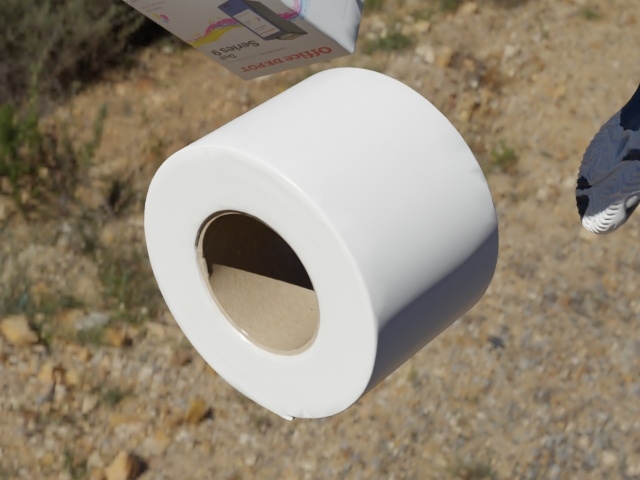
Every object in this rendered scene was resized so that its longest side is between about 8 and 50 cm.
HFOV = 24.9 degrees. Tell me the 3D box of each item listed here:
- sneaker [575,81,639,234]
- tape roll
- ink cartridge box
[{"bbox_3d":[0.361,-0.098,1.426,0.153,0.235,0.094,17,10,-25],"label":"sneaker"},{"bbox_3d":[0.000,0.000,1.184,0.246,0.246,0.169,36,47,21],"label":"tape roll"},{"bbox_3d":[-0.080,-0.251,1.405,0.212,0.154,0.093,29,63,-45],"label":"ink cartridge box"}]
